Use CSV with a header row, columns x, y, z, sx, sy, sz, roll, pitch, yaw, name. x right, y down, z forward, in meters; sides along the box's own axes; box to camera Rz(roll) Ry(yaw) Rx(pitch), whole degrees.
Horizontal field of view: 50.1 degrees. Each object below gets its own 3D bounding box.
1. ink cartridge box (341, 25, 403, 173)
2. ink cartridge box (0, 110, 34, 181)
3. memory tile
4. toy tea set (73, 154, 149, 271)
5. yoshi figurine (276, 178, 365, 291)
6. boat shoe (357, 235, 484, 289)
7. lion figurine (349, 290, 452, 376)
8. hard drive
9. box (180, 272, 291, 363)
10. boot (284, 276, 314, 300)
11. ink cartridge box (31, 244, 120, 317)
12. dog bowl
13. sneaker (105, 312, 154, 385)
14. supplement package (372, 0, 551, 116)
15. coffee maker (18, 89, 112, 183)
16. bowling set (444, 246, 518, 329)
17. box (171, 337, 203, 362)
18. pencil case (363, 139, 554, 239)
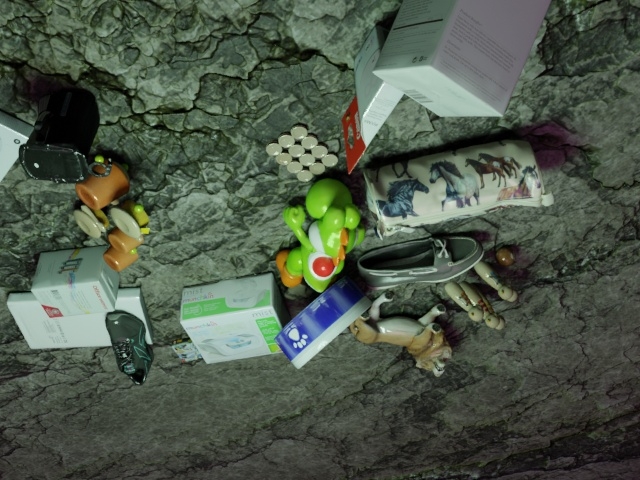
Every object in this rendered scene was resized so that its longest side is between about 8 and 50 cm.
x,y,z,sx,sy,sz,roll,pitch,yaw,name
0.083,-0.278,1.359,0.066,0.189,0.232,19,133,-24,ink cartridge box
-0.763,-0.214,1.454,0.224,0.045,0.223,28,129,-31,ink cartridge box
-0.043,-0.198,1.567,0.113,0.012,0.148,-30,133,25,memory tile
-0.471,-0.061,1.609,0.200,0.124,0.336,42,148,0,toy tea set
0.006,-0.023,1.688,0.203,0.203,0.362,43,148,7,yoshi figurine
0.258,0.050,1.799,0.335,0.112,0.095,-15,142,16,boat shoe
0.226,0.272,2.048,0.391,0.142,0.240,19,142,-5,lion figurine
-0.672,0.225,1.948,0.352,0.047,0.233,-2,138,-3,hard drive
-0.231,0.220,1.931,0.261,0.127,0.231,-9,140,6,box
-0.070,0.132,1.909,0.087,0.042,0.118,-34,130,31,boot
-0.623,0.106,1.760,0.176,0.127,0.128,-6,138,1,ink cartridge box
0.007,0.216,1.809,0.104,0.265,0.265,48,127,7,dog bowl
-0.537,0.308,1.942,0.101,0.106,0.267,-9,137,6,sneaker
0.252,-0.380,1.167,0.177,0.175,0.293,25,87,-29,supplement package
-0.502,-0.206,1.388,0.171,0.178,0.120,19,135,-21,coffee maker
0.472,0.129,1.838,0.200,0.154,0.287,-46,158,16,bowling set
-0.376,0.331,2.108,0.136,0.027,0.094,-12,136,8,box
0.310,-0.115,1.566,0.410,0.184,0.160,-11,155,6,pencil case
